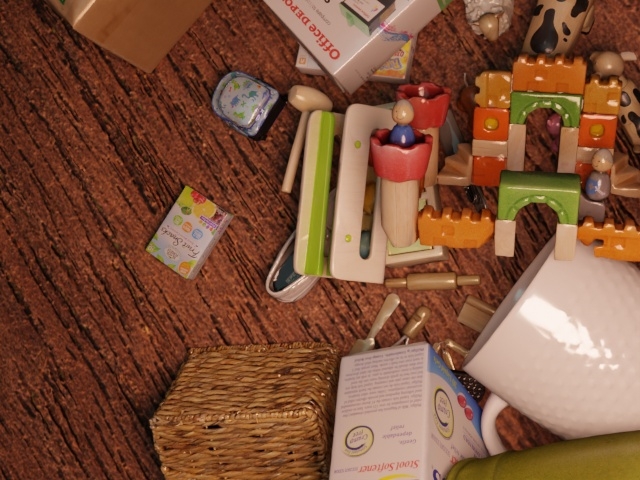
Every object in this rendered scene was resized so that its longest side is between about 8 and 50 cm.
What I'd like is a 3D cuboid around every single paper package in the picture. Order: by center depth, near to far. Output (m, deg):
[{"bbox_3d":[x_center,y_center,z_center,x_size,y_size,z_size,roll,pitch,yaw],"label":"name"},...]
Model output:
[{"bbox_3d":[-0.312,-0.496,1.677,0.168,0.309,0.325,44,97,16],"label":"paper package"}]

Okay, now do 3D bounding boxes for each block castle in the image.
[{"bbox_3d":[0.314,-0.129,1.351,0.453,0.303,0.212,5,117,13],"label":"block castle"}]

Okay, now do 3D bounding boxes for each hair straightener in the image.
[{"bbox_3d":[0.235,-0.114,1.595,0.047,0.089,0.230,-18,79,11],"label":"hair straightener"}]

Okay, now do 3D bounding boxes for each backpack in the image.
[{"bbox_3d":[-0.136,-0.247,1.716,0.114,0.084,0.105,31,90,19],"label":"backpack"}]

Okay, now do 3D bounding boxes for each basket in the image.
[{"bbox_3d":[-0.104,0.318,1.632,0.299,0.223,0.213,-6,115,14],"label":"basket"}]

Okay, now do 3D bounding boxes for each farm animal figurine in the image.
[{"bbox_3d":[0.380,-0.278,1.533,0.330,0.172,0.326,4,84,16],"label":"farm animal figurine"}]

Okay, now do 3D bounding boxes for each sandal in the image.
[{"bbox_3d":[0.182,0.227,1.579,0.179,0.040,0.067,17,98,-6],"label":"sandal"}]

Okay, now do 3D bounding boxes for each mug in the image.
[{"bbox_3d":[0.396,0.214,1.427,0.328,0.276,0.374,36,105,8],"label":"mug"}]

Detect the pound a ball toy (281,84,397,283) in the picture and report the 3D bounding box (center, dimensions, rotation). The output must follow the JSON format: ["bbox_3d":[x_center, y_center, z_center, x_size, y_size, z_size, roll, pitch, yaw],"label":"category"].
[{"bbox_3d":[0.036,-0.096,1.565,0.208,0.136,0.319,2,86,59],"label":"pound a ball toy"}]

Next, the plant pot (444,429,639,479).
[{"bbox_3d":[0.400,0.396,1.219,0.353,0.366,0.366,-29,76,25],"label":"plant pot"}]

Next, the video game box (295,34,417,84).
[{"bbox_3d":[0.071,-0.379,1.696,0.205,0.048,0.187,9,88,16],"label":"video game box"}]

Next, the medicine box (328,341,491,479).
[{"bbox_3d":[0.139,0.343,1.410,0.149,0.263,0.289,-14,49,25],"label":"medicine box"}]

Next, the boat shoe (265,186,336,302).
[{"bbox_3d":[0.000,0.000,1.646,0.095,0.084,0.258,34,93,17],"label":"boat shoe"}]

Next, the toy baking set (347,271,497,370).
[{"bbox_3d":[0.170,0.149,1.610,0.256,0.030,0.196,2,84,15],"label":"toy baking set"}]

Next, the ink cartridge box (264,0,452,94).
[{"bbox_3d":[0.073,-0.418,1.614,0.278,0.117,0.201,-42,74,6],"label":"ink cartridge box"}]

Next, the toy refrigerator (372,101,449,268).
[{"bbox_3d":[0.143,-0.095,1.615,0.102,0.094,0.269,-9,81,14],"label":"toy refrigerator"}]

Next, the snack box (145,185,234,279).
[{"bbox_3d":[-0.237,-0.014,1.737,0.100,0.037,0.141,34,93,17],"label":"snack box"}]
